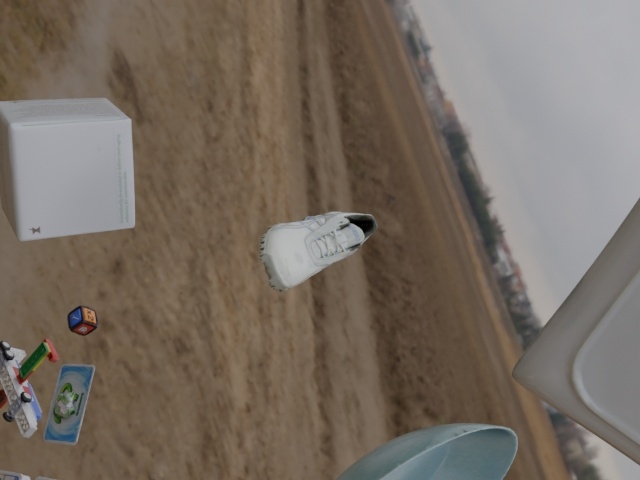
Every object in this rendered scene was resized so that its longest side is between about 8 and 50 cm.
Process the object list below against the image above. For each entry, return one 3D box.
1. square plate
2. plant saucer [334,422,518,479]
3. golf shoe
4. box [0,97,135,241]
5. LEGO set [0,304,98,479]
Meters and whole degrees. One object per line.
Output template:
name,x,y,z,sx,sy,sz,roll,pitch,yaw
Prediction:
square plate,0.413,0.112,0.908,0.344,0.347,0.049,36,25,14
plant saucer,0.047,0.180,0.642,0.037,0.195,0.195,52,-1,33
golf shoe,0.000,0.000,0.996,0.176,0.086,0.069,-35,106,-60
box,-0.219,-0.064,0.804,0.087,0.102,0.101,-141,-131,-57
LEGO set,-0.281,0.186,0.929,0.060,0.183,0.244,31,62,-49
